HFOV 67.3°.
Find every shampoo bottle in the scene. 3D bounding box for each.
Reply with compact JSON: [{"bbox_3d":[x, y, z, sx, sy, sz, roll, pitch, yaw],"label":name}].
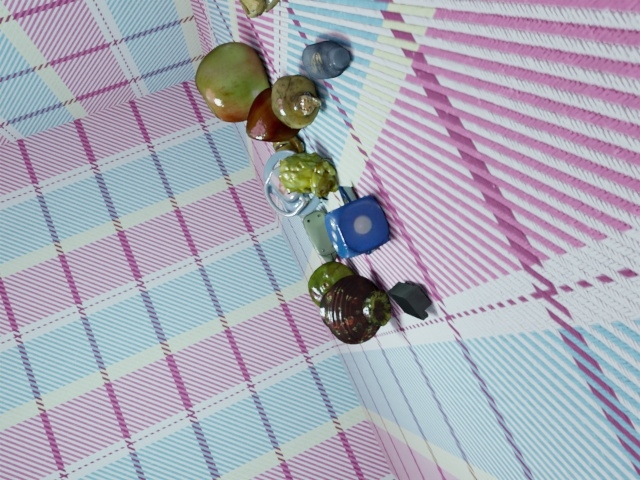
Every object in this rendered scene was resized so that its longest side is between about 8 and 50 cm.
[{"bbox_3d":[0.011,-0.434,1.159,0.087,0.049,0.234,69,170,-23],"label":"shampoo bottle"}]

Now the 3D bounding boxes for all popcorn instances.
[{"bbox_3d":[-0.043,-0.220,1.606,0.195,0.168,0.173,38,115,48],"label":"popcorn"}]

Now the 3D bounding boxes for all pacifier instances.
[{"bbox_3d":[-0.097,-0.218,1.892,0.279,0.227,0.207,46,-152,14],"label":"pacifier"}]

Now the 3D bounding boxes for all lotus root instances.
[{"bbox_3d":[-0.078,-0.410,1.422,0.257,0.140,0.154,-123,19,-67],"label":"lotus root"}]

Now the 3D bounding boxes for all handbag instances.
[{"bbox_3d":[0.000,0.000,2.038,0.315,0.109,0.241,101,145,-78],"label":"handbag"}]

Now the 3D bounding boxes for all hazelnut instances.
[{"bbox_3d":[-0.169,-0.422,1.670,0.208,0.208,0.208,157,90,-80],"label":"hazelnut"}]

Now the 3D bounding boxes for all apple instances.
[{"bbox_3d":[-0.357,-0.633,1.955,0.319,0.277,0.319,61,170,20],"label":"apple"}]

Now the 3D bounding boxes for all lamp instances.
[{"bbox_3d":[0.121,0.232,1.619,0.247,0.247,0.247,157,90,-80],"label":"lamp"}]

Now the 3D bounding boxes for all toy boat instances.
[{"bbox_3d":[0.114,-0.066,1.463,0.080,0.046,0.228,-171,59,-79],"label":"toy boat"}]

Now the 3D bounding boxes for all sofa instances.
[{"bbox_3d":[0.246,0.157,1.291,0.085,0.060,0.147,51,171,-6],"label":"sofa"}]

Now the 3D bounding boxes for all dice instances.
[{"bbox_3d":[0.101,-0.035,1.330,0.146,0.143,0.146,68,166,-1],"label":"dice"}]

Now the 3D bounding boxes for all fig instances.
[{"bbox_3d":[0.066,0.186,1.917,0.225,0.203,0.203,17,-139,-59],"label":"fig"}]

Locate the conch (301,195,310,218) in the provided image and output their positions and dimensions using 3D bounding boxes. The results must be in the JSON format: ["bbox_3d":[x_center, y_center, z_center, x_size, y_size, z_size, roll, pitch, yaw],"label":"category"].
[{"bbox_3d":[-0.067,-0.147,2.176,0.104,0.094,0.176,40,-179,40],"label":"conch"}]

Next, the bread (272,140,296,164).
[{"bbox_3d":[-0.141,-0.352,2.023,0.225,0.081,0.134,65,171,6],"label":"bread"}]

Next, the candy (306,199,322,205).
[{"bbox_3d":[-0.026,-0.150,2.003,0.055,0.049,0.185,-70,16,-7],"label":"candy"}]

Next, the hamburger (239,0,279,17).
[{"bbox_3d":[-0.202,-0.746,1.307,0.286,0.146,0.243,54,172,26],"label":"hamburger"}]

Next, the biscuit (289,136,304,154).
[{"bbox_3d":[-0.106,-0.398,1.880,0.205,0.031,0.138,56,172,36],"label":"biscuit"}]
